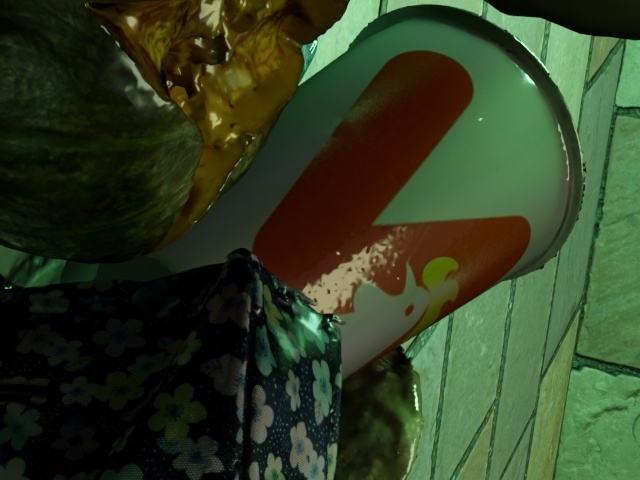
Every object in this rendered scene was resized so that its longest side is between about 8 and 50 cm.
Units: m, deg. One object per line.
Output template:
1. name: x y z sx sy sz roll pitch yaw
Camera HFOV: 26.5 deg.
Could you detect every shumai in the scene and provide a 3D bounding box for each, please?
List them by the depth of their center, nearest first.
1. shumai: -0.039 0.113 0.881 0.153 0.209 0.161 20 92 -30

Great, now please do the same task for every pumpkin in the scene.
1. pumpkin: -0.084 -0.107 0.561 0.238 0.159 0.238 -55 172 -12

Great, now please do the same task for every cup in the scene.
1. cup: 0.000 0.000 0.796 0.288 0.203 0.203 -33 136 -41

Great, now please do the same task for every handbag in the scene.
1. handbag: -0.098 0.121 0.594 0.127 0.208 0.228 45 41 -53

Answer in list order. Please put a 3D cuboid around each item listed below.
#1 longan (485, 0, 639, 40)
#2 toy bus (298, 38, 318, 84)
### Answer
1. longan: 0.136 -0.322 0.674 0.404 0.404 0.436 2 95 -71
2. toy bus: -0.029 -0.177 0.842 0.065 0.047 0.166 -64 159 -46
